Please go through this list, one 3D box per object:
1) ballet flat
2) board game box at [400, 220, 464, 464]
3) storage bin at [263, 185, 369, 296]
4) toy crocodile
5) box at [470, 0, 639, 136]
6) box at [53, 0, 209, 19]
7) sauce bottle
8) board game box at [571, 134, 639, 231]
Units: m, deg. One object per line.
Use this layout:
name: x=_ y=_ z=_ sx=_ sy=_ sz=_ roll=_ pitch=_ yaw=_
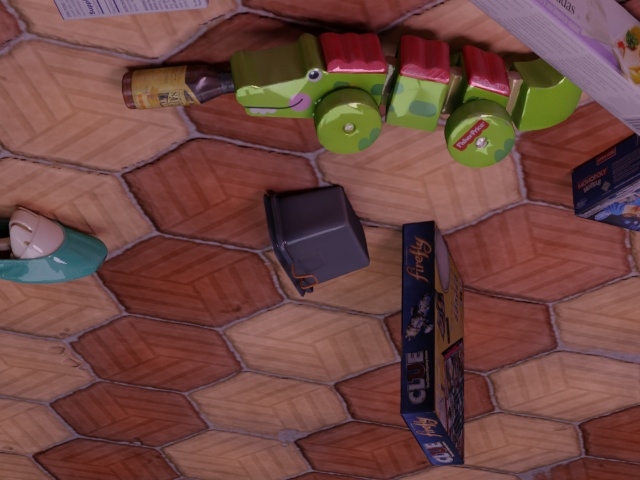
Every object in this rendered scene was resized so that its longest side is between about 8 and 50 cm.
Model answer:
ballet flat: x=-0.378 y=0.003 z=1.810 sx=0.247 sy=0.083 sz=0.087 roll=-1 pitch=137 yaw=1
board game box: x=0.134 y=0.123 z=1.818 sx=0.042 sy=0.243 sz=0.165 roll=-6 pitch=149 yaw=16
storage bin: x=0.000 y=0.000 z=1.772 sx=0.091 sy=0.098 sz=0.135 roll=-16 pitch=147 yaw=10
toy crocodile: x=0.083 y=-0.150 z=1.472 sx=0.340 sy=0.115 sz=0.105 roll=5 pitch=131 yaw=-8
box: x=0.240 y=-0.191 z=1.413 sx=0.324 sy=0.063 sz=0.067 roll=30 pitch=159 yaw=-37
box: x=-0.174 y=-0.260 z=1.333 sx=0.137 sy=0.072 sz=0.126 roll=-4 pitch=150 yaw=9
sauce bottle: x=-0.134 y=-0.156 z=1.546 sx=0.128 sy=0.042 sz=0.042 roll=-4 pitch=150 yaw=13
board game box: x=0.410 y=-0.058 z=1.665 sx=0.194 sy=0.060 sz=0.194 roll=20 pitch=146 yaw=-31
